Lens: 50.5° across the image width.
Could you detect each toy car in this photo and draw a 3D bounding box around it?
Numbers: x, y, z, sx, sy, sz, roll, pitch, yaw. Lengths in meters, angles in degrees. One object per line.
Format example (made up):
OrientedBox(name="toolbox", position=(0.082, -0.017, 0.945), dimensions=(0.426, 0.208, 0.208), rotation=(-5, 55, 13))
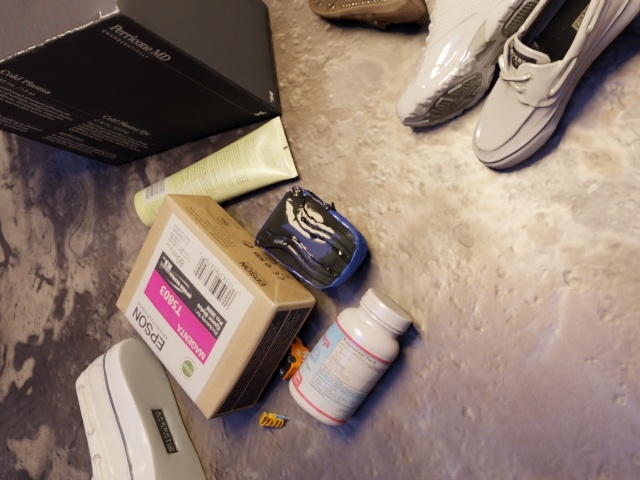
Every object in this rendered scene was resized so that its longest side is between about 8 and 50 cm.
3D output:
OrientedBox(name="toy car", position=(-0.044, 0.187, 0.899), dimensions=(0.040, 0.060, 0.122), rotation=(16, 112, -17))

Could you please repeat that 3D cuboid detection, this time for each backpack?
OrientedBox(name="backpack", position=(0.000, 0.000, 0.855), dimensions=(0.120, 0.101, 0.098), rotation=(37, 101, 20))

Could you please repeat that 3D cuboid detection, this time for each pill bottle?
OrientedBox(name="pill bottle", position=(0.039, 0.140, 0.827), dimensions=(0.087, 0.087, 0.160), rotation=(40, 100, 24))

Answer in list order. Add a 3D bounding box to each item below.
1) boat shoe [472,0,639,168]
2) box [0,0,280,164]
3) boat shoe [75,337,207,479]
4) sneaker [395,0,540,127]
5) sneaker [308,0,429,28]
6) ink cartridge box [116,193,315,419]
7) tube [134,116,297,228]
OrientedBox(name="boat shoe", position=(0.239, -0.193, 0.736), dimensions=(0.267, 0.088, 0.096), rotation=(-54, 48, 34))
OrientedBox(name="box", position=(-0.272, -0.252, 0.880), dimensions=(0.312, 0.343, 0.179), rotation=(-11, 78, 23))
OrientedBox(name="boat shoe", position=(-0.260, 0.328, 0.916), dimensions=(0.156, 0.136, 0.367), rotation=(-32, 68, 18))
OrientedBox(name="sneaker", position=(0.164, -0.239, 0.811), dimensions=(0.232, 0.090, 0.115), rotation=(-48, 58, 29))
OrientedBox(name="sneaker", position=(0.059, -0.305, 0.891), dimensions=(0.188, 0.071, 0.066), rotation=(25, 86, 48))
OrientedBox(name="ink cartridge box", position=(-0.146, 0.081, 0.890), dimensions=(0.234, 0.088, 0.193), rotation=(41, 113, 28))
OrientedBox(name="tube", position=(-0.149, -0.085, 0.964), dimensions=(0.240, 0.062, 0.070), rotation=(-23, 116, 16))
